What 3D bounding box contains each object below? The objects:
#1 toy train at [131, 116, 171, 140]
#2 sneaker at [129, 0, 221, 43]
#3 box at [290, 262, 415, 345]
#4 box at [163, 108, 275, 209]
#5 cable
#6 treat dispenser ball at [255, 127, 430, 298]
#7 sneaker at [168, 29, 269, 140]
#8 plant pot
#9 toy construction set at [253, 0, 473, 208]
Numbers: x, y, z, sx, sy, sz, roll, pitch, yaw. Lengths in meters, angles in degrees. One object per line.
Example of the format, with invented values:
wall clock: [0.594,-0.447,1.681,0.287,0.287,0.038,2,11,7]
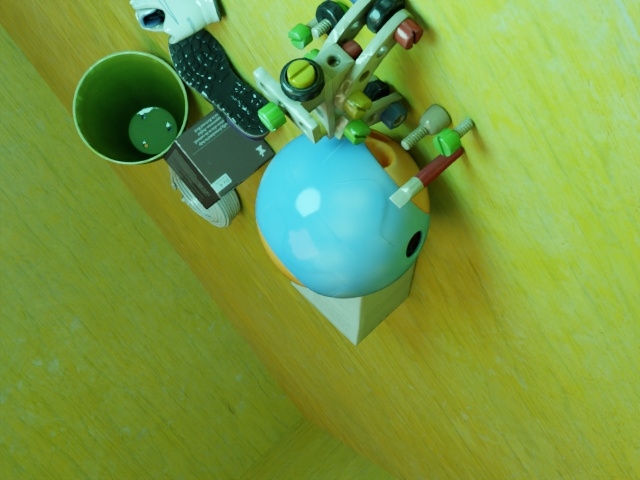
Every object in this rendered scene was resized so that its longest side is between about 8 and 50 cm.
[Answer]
toy train: [-0.460,-0.314,2.246,0.184,0.105,0.080,48,163,3]
sneaker: [-0.321,-0.476,1.543,0.297,0.129,0.111,37,160,35]
box: [0.062,0.039,1.643,0.215,0.168,0.345,43,162,18]
box: [-0.240,-0.196,1.866,0.167,0.168,0.203,52,162,-7]
cable: [-0.335,-0.150,2.323,0.257,0.089,0.257,42,161,17]
treat dispenser ball: [0.037,-0.048,1.323,0.288,0.288,0.288,43,161,18]
sneaker: [-0.217,-0.316,1.678,0.283,0.107,0.124,50,168,-3]
plant pot: [-0.456,-0.312,2.056,0.274,0.275,0.293,48,178,1]
toy construction set: [0.040,-0.177,1.130,0.308,0.237,0.257,51,162,-7]
